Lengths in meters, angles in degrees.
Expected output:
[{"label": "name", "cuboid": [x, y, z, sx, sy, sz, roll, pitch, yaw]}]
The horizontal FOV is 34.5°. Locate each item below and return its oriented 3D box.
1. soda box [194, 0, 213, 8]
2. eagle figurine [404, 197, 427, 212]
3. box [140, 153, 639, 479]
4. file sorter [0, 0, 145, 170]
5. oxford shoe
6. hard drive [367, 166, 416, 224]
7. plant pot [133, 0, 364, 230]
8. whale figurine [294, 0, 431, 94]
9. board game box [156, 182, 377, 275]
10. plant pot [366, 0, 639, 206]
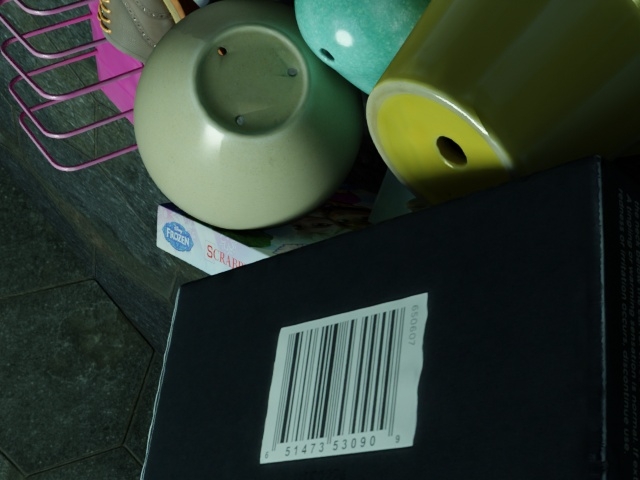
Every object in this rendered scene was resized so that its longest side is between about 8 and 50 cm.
[{"label": "soda box", "cuboid": [-0.095, -0.366, 1.150, 0.091, 0.098, 0.286, 48, 159, -8]}, {"label": "eagle figurine", "cuboid": [0.209, 0.028, 1.160, 0.226, 0.225, 0.298, 44, 174, 45]}, {"label": "box", "cuboid": [0.170, 0.200, 0.930, 0.480, 0.297, 0.472, -17, 145, 42]}, {"label": "file sorter", "cuboid": [-0.368, -0.279, 1.541, 0.202, 0.182, 0.290, 45, 147, 37]}, {"label": "oxford shoe", "cuboid": [-0.246, -0.317, 1.346, 0.363, 0.133, 0.130, 53, -165, -47]}, {"label": "hard drive", "cuboid": [0.120, -0.070, 1.269, 0.094, 0.135, 0.022, 26, -172, 40]}, {"label": "plant pot", "cuboid": [-0.080, -0.161, 1.189, 0.284, 0.284, 0.191, 45, 173, 0]}, {"label": "whale figurine", "cuboid": [0.063, -0.204, 1.096, 0.216, 0.141, 0.272, 30, 157, 32]}, {"label": "board game box", "cuboid": [0.000, 0.000, 1.363, 0.318, 0.319, 0.065, 23, 116, 47]}, {"label": "plant pot", "cuboid": [0.176, -0.142, 0.874, 0.254, 0.239, 0.254, 37, 157, 19]}]
